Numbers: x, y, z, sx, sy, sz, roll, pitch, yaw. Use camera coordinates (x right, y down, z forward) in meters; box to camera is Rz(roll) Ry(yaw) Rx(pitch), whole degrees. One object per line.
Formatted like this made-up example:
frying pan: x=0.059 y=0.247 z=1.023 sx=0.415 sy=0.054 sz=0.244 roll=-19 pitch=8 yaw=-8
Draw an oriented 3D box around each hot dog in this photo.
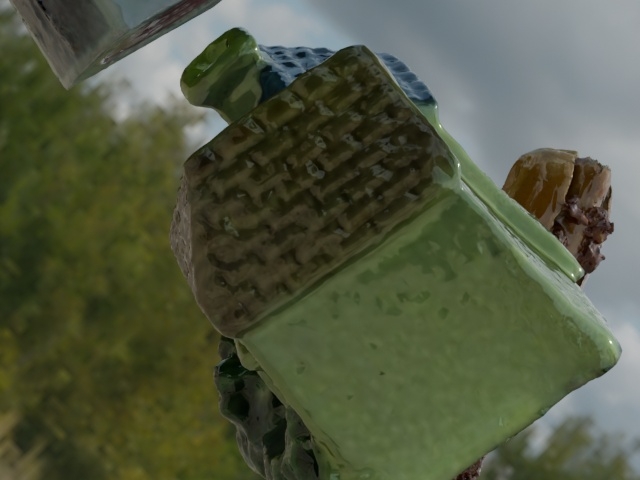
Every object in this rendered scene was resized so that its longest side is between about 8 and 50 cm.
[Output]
hot dog: x=0.110 y=0.060 z=1.224 sx=0.076 sy=0.249 sz=0.102 roll=33 pitch=2 yaw=35

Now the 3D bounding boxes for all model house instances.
model house: x=0.000 y=0.000 z=0.947 sx=0.189 sy=0.195 sz=0.214 roll=55 pitch=6 yaw=-25

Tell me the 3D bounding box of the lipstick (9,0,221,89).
lipstick: x=-0.123 y=-0.193 z=0.640 sx=0.289 sy=0.076 sz=0.077 roll=59 pitch=-25 yaw=-1
